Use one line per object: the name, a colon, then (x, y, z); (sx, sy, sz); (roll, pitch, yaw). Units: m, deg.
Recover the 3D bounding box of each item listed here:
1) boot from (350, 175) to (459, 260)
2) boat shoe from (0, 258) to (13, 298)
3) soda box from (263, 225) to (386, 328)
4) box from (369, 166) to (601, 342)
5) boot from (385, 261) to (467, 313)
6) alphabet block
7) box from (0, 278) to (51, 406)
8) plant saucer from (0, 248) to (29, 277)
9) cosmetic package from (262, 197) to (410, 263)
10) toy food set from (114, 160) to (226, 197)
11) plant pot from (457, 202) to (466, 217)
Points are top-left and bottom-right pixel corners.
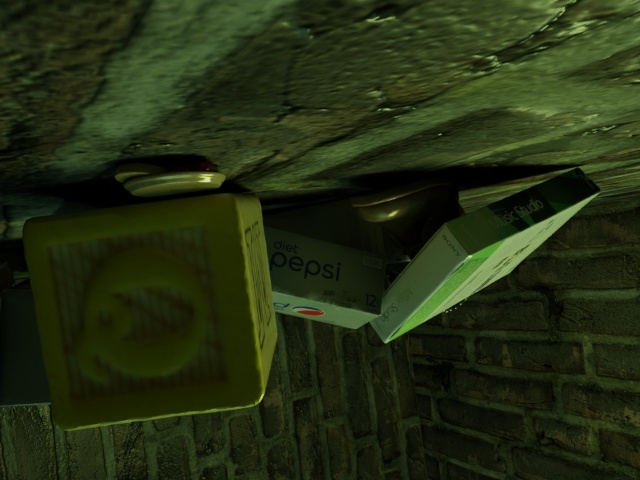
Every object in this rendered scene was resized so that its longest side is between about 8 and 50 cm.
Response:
boot: (0.136, -0.025, 0.768); (0.112, 0.115, 0.305); (-6, 177, 28)
boat shoe: (-0.546, 0.059, 0.781); (0.089, 0.104, 0.285); (-5, 178, 20)
soda box: (-0.060, 0.044, 0.766); (0.287, 0.091, 0.098); (14, 157, -13)
box: (0.237, 0.018, 0.811); (0.322, 0.058, 0.232); (-22, 156, -37)
boot: (0.228, 0.044, 1.198); (0.260, 0.131, 0.348); (28, -160, 35)
alphabet block: (-0.151, 0.055, 0.567); (0.193, 0.193, 0.197); (-9, -175, -1)
box: (-0.375, 0.160, 0.972); (0.297, 0.182, 0.294); (3, 179, -22)
plant saucer: (-0.572, 0.044, 1.071); (0.188, 0.045, 0.188); (-8, 178, 22)
cosmetic package: (0.000, 0.000, 0.955); (0.310, 0.113, 0.160); (-8, 177, 29)
toy food set: (-0.119, -0.050, 0.448); (0.083, 0.020, 0.082); (-7, 178, -5)
plant pot: (0.210, -0.027, 0.994); (0.134, 0.134, 0.095); (-7, 147, -4)
